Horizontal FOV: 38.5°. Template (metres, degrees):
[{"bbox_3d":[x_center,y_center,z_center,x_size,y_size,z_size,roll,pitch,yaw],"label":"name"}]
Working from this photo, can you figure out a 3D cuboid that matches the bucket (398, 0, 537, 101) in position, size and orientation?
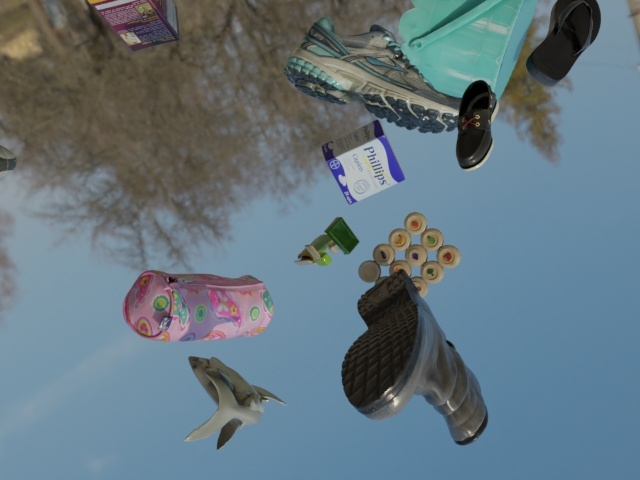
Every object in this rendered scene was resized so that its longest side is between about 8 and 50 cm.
[{"bbox_3d":[0.257,-0.375,1.595,0.183,0.281,0.281,21,-145,13],"label":"bucket"}]

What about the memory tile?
[{"bbox_3d":[0.139,0.037,1.459,0.148,0.113,0.012,-47,166,18],"label":"memory tile"}]

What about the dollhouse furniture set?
[{"bbox_3d":[0.000,0.000,1.619,0.076,0.058,0.151,-48,-160,-24],"label":"dollhouse furniture set"}]

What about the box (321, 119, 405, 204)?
[{"bbox_3d":[0.092,-0.166,1.952,0.137,0.126,0.072,-25,-146,7],"label":"box"}]

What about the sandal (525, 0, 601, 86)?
[{"bbox_3d":[0.454,-0.374,1.658,0.254,0.097,0.054,-60,-174,-32],"label":"sandal"}]

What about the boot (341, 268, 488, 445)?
[{"bbox_3d":[0.144,0.184,1.198,0.118,0.223,0.338,-33,-168,20],"label":"boot"}]

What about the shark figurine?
[{"bbox_3d":[-0.135,0.265,1.373,0.116,0.166,0.278,-59,-169,-2],"label":"shark figurine"}]

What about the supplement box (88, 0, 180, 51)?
[{"bbox_3d":[-0.348,-0.442,1.715,0.104,0.081,0.188,-11,159,11],"label":"supplement box"}]

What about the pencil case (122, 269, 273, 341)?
[{"bbox_3d":[-0.206,0.113,1.597,0.124,0.124,0.284,-12,169,34],"label":"pencil case"}]

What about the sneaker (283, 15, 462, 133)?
[{"bbox_3d":[0.093,-0.247,1.324,0.110,0.283,0.122,60,52,-78],"label":"sneaker"}]

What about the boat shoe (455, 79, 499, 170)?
[{"bbox_3d":[0.185,-0.139,1.109,0.049,0.042,0.133,-10,-135,33],"label":"boat shoe"}]

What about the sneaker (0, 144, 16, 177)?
[{"bbox_3d":[-0.675,-0.157,1.700,0.271,0.100,0.108,17,-167,32],"label":"sneaker"}]
